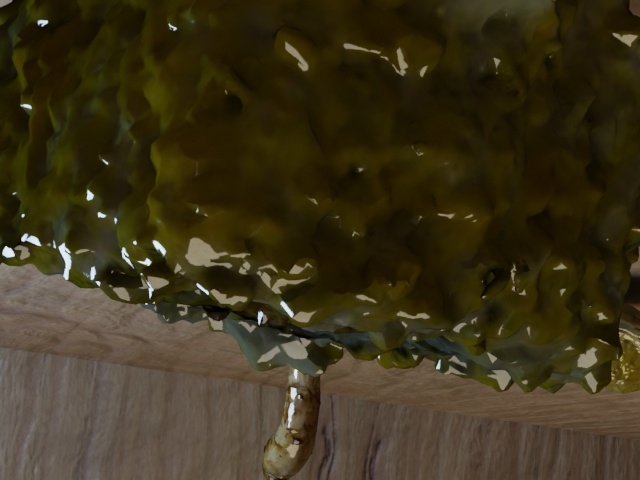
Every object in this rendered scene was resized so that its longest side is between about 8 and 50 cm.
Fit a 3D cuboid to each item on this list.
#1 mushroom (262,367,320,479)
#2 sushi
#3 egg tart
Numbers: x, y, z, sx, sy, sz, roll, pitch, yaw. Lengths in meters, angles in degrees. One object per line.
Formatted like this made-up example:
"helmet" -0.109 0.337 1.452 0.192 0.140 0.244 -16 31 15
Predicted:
"mushroom" 0.012 0.114 1.392 0.208 0.302 0.233 -24 -168 -20
"sushi" -0.003 -0.046 0.725 0.351 0.240 0.396 19 170 -37
"egg tart" 0.329 0.126 1.558 0.252 0.098 0.232 29 172 -8
